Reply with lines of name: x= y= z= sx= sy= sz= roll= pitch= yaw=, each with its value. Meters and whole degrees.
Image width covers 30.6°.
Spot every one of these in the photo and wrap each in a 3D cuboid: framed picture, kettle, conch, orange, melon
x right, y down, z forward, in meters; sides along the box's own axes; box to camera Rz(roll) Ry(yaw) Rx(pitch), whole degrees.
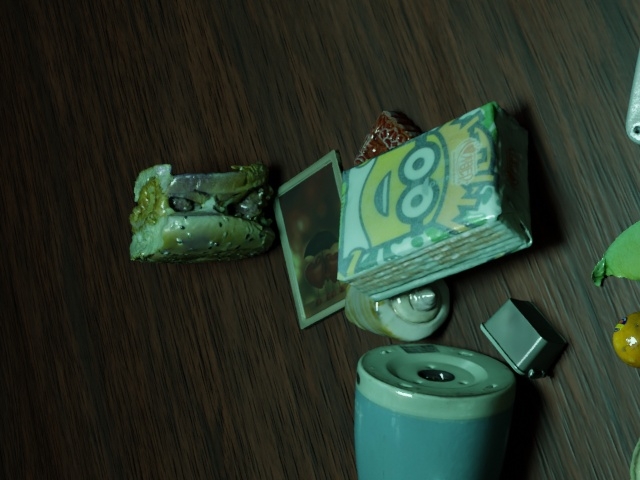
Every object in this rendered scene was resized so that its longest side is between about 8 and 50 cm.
framed picture: x=0.000 y=0.000 z=2.234 sx=0.211 sy=0.020 sz=0.289 roll=-31 pitch=65 yaw=44
kettle: x=0.165 y=0.351 z=1.891 sx=0.319 sy=0.247 sz=0.342 roll=-116 pitch=28 yaw=-73
conch: x=0.108 y=0.107 z=2.009 sx=0.255 sy=0.127 sz=0.158 roll=-23 pitch=86 yaw=47
orange: x=0.451 y=0.141 z=1.639 sx=0.084 sy=0.084 sz=0.083 roll=-3 pitch=86 yaw=50
melon: x=0.486 y=0.015 z=1.646 sx=0.262 sy=0.053 sz=0.114 roll=-27 pitch=86 yaw=50

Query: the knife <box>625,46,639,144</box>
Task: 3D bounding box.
knife: x=0.485 y=-0.264 z=1.650 sx=0.073 sy=0.041 sz=0.265 roll=13 pitch=98 yaw=38

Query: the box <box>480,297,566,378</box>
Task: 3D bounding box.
box: x=0.316 y=0.148 z=1.805 sx=0.069 sy=0.084 sz=0.122 roll=-54 pitch=50 yaw=21

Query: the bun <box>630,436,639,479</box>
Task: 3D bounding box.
bun: x=0.515 y=0.316 z=1.533 sx=0.222 sy=0.127 sz=0.222 roll=-16 pitch=59 yaw=29

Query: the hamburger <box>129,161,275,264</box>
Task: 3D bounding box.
hamburger: x=-0.230 y=-0.055 z=2.309 sx=0.318 sy=0.277 sz=0.195 roll=164 pitch=105 yaw=-70

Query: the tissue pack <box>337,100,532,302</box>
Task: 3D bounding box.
tissue pack: x=0.179 y=-0.057 z=1.857 sx=0.311 sy=0.128 sz=0.228 roll=-24 pitch=48 yaw=35

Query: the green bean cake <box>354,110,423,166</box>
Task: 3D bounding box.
green bean cake: x=0.126 y=-0.145 z=2.059 sx=0.135 sy=0.056 sz=0.135 roll=50 pitch=125 yaw=37
